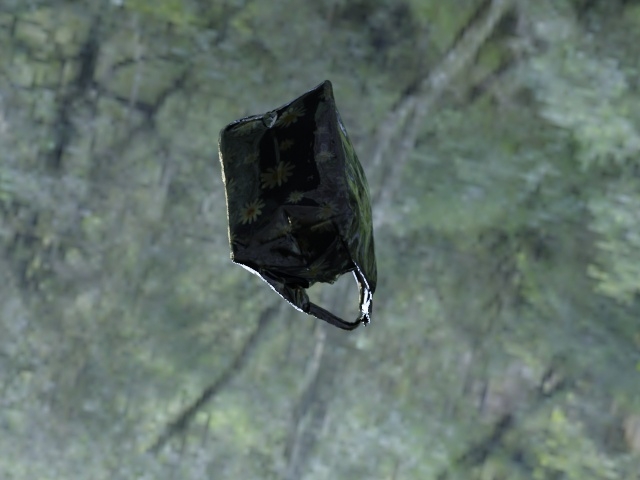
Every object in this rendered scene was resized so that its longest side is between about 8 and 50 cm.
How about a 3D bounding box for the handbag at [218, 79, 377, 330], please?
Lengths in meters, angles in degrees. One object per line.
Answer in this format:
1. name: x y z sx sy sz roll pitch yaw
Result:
1. handbag: 0.000 0.000 0.897 0.072 0.115 0.139 -19 136 10
